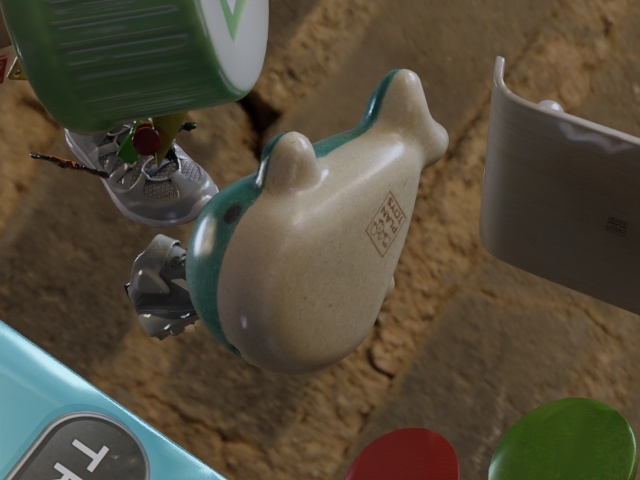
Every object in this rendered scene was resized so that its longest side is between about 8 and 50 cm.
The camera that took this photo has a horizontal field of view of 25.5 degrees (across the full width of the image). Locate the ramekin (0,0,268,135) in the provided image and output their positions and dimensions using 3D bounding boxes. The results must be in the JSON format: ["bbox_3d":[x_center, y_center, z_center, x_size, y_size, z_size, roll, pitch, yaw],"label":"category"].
[{"bbox_3d":[-0.145,-0.243,1.166,0.148,0.303,0.303,-5,-115,11],"label":"ramekin"}]

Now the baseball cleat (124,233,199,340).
[{"bbox_3d":[-0.122,0.031,1.465,0.206,0.072,0.109,-27,-84,25],"label":"baseball cleat"}]

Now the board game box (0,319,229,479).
[{"bbox_3d":[-0.231,0.094,0.471,0.336,0.079,0.253,35,-130,0],"label":"board game box"}]

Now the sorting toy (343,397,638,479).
[{"bbox_3d":[0.200,0.221,1.189,0.366,0.126,0.127,-14,-137,26],"label":"sorting toy"}]

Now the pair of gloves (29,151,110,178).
[{"bbox_3d":[-0.280,-0.083,1.579,0.074,0.083,0.010,15,-92,40],"label":"pair of gloves"}]

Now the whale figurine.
[{"bbox_3d":[-0.005,-0.022,1.172,0.141,0.216,0.272,21,-112,39],"label":"whale figurine"}]

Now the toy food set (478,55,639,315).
[{"bbox_3d":[0.294,-0.042,1.328,0.306,0.219,0.092,22,-127,18],"label":"toy food set"}]

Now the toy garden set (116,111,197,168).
[{"bbox_3d":[-0.115,-0.171,1.413,0.049,0.204,0.244,35,-87,-10],"label":"toy garden set"}]

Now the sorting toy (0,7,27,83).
[{"bbox_3d":[-0.417,-0.325,1.909,0.046,0.274,0.132,39,-135,22],"label":"sorting toy"}]

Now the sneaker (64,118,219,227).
[{"bbox_3d":[-0.239,-0.113,1.749,0.105,0.115,0.281,-39,-126,-24],"label":"sneaker"}]
